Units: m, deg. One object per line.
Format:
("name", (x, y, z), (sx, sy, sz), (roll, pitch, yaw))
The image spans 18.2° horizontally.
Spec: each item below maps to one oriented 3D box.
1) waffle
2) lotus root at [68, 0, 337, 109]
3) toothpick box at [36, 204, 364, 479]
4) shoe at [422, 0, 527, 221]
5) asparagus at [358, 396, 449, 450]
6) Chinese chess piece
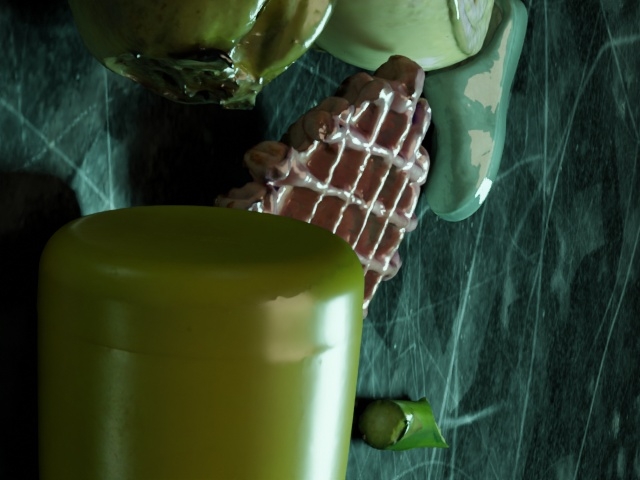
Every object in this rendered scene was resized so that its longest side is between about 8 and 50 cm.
("waffle", (0.000, 0.000, 1.296), (0.221, 0.055, 0.234), (-39, 149, -37))
("lotus root", (-0.056, -0.213, 1.060), (0.152, 0.160, 0.275), (25, 70, -39))
("toothpick box", (-0.070, 0.128, 1.087), (0.175, 0.175, 0.271), (-24, 120, -65))
("shoe", (0.109, -0.117, 1.620), (0.078, 0.079, 0.195), (22, 81, -31))
("asparagus", (0.078, 0.151, 1.624), (0.178, 0.041, 0.045), (14, 90, -69))
("Chinese chess piece", (0.054, -0.247, 1.337), (0.270, 0.112, 0.270), (3, 90, -77))
